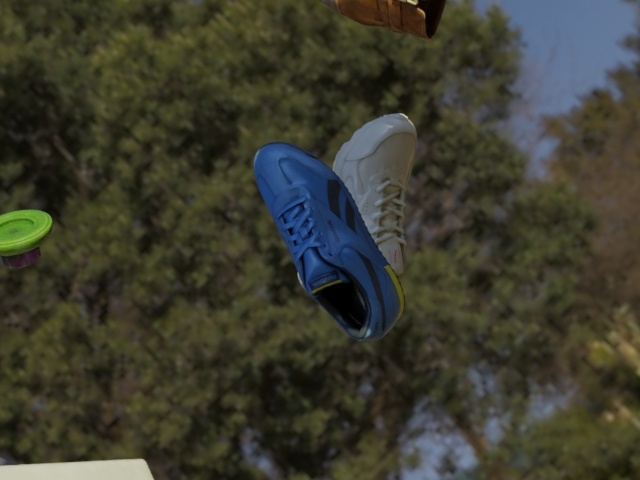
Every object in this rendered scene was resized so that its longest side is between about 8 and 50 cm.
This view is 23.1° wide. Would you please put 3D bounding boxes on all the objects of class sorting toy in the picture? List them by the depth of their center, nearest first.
[{"bbox_3d":[-0.221,0.018,1.032,0.102,0.061,0.042,-29,-57,-32],"label":"sorting toy"}]

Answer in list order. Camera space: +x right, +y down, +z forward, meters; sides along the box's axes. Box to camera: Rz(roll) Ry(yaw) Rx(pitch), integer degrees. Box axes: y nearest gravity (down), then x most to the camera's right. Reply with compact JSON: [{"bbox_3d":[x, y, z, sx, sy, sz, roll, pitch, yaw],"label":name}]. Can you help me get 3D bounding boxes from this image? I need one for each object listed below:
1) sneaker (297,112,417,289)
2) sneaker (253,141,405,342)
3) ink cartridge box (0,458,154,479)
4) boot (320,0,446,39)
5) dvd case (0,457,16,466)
[{"bbox_3d":[0.061,-0.017,1.623,0.090,0.115,0.232,-1,-58,-33],"label":"sneaker"},{"bbox_3d":[0.000,0.000,1.433,0.069,0.209,0.082,-35,-5,26],"label":"sneaker"},{"bbox_3d":[-0.235,0.186,0.845,0.176,0.069,0.371,-33,-19,15],"label":"ink cartridge box"},{"bbox_3d":[0.060,-0.298,1.524,0.073,0.152,0.197,-40,-35,-38],"label":"boot"},{"bbox_3d":[-0.334,0.244,1.479,0.221,0.164,0.018,35,-72,-30],"label":"dvd case"}]
